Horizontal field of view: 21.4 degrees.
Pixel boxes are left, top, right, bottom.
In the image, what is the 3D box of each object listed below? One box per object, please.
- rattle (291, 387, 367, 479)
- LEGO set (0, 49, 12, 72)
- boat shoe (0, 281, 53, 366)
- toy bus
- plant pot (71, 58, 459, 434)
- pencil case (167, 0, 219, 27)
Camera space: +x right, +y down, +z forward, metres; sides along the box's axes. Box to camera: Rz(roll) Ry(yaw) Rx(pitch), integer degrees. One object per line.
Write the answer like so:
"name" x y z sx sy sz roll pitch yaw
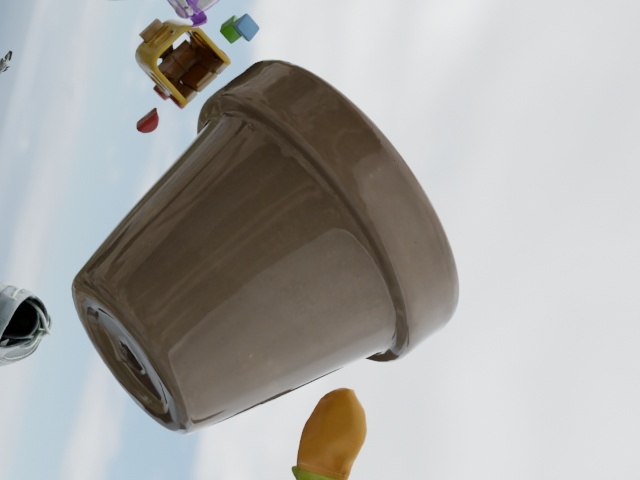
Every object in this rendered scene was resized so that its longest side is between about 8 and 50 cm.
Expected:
"rattle" 0.003 0.231 1.622 0.200 0.130 0.142 43 48 -64
"LEGO set" -0.353 -0.176 1.770 0.054 0.083 0.023 21 -53 56
"boat shoe" -0.387 0.109 2.087 0.319 0.099 0.116 67 47 -76
"toy bus" -0.204 -0.258 2.360 0.202 0.104 0.191 -26 -153 36
"plant pot" -0.063 0.024 1.314 0.229 0.263 0.263 -35 176 -21
"pencil case" -0.179 -0.307 1.723 0.086 0.206 0.088 -15 -135 45
